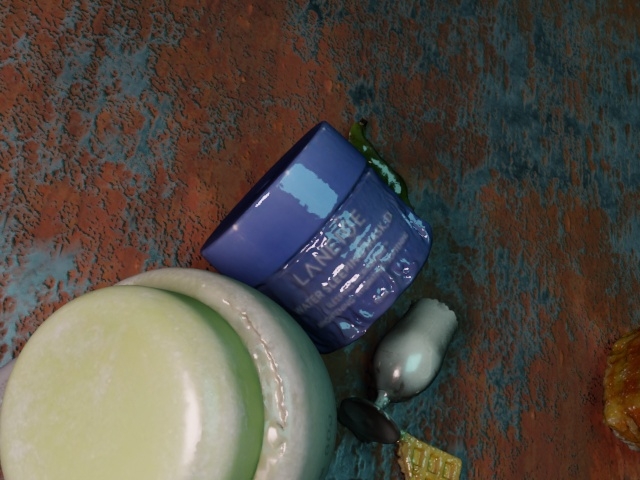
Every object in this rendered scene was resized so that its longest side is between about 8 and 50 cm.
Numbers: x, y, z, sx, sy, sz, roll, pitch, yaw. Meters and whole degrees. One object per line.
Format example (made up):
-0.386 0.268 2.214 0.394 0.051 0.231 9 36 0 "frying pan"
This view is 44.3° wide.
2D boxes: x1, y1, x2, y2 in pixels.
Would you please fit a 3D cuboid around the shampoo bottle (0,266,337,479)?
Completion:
-0.143 0.193 0.840 0.317 0.323 0.322 24 52 -62 "shampoo bottle"

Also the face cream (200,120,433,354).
0.000 0.000 1.064 0.225 0.249 0.249 42 55 -10 "face cream"

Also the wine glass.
0.121 0.187 1.149 0.103 0.103 0.222 45 55 -7 "wine glass"

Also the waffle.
0.135 0.381 1.113 0.125 0.032 0.191 30 56 -18 "waffle"

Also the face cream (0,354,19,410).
-0.325 0.164 0.926 0.198 0.057 0.084 -33 90 -38 "face cream"

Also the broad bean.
0.095 -0.114 1.294 0.061 0.046 0.195 -21 80 -32 "broad bean"

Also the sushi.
0.580 0.273 1.352 0.184 0.139 0.274 41 52 -10 "sushi"
